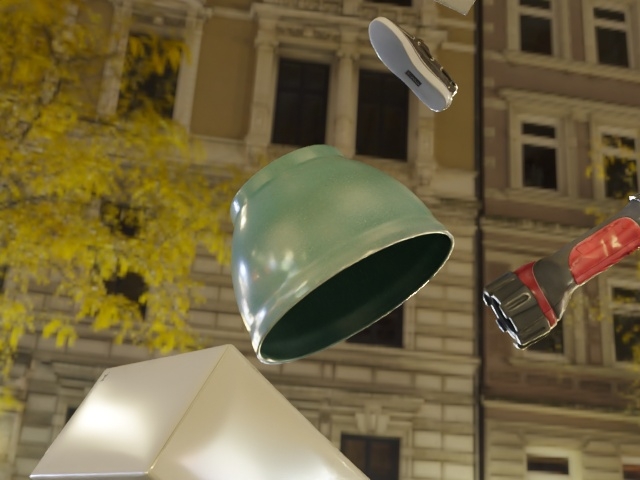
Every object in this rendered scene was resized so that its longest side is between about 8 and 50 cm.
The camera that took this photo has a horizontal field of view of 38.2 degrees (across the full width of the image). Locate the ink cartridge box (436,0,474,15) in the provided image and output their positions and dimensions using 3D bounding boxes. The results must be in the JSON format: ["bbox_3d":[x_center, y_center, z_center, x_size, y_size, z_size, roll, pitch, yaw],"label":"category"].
[{"bbox_3d":[0.161,-0.474,1.522,0.219,0.160,0.093,23,-61,-12],"label":"ink cartridge box"}]

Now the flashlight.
[{"bbox_3d":[0.371,0.027,1.250,0.304,0.103,0.103,-31,-23,-1],"label":"flashlight"}]

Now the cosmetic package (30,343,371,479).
[{"bbox_3d":[-0.104,0.226,0.846,0.224,0.138,0.225,-18,-59,48],"label":"cosmetic package"}]

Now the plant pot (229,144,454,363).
[{"bbox_3d":[0.000,0.000,1.216,0.293,0.196,0.293,-28,-20,-11],"label":"plant pot"}]

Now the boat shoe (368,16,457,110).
[{"bbox_3d":[0.192,-0.364,1.851,0.228,0.076,0.080,45,-33,-7],"label":"boat shoe"}]
